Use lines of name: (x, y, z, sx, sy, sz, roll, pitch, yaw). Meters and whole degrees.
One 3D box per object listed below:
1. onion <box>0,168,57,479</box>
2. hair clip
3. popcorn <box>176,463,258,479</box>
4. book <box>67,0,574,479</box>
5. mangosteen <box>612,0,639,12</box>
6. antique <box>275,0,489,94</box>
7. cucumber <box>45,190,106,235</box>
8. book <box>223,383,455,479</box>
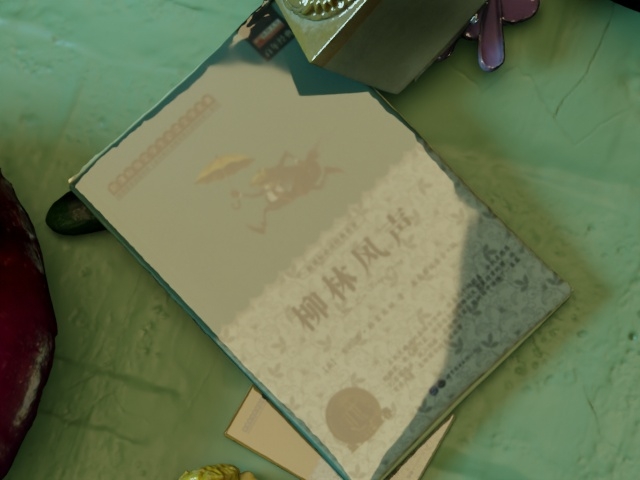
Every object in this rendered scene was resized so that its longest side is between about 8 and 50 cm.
onion: (-0.403, 0.051, 1.540, 0.398, 0.420, 0.398, 1, 71, -4)
hair clip: (0.158, -0.288, 1.751, 0.137, 0.090, 0.278, 11, 86, -7)
popcorn: (-0.099, 0.231, 1.663, 0.084, 0.084, 0.084, -1, 78, 3)
book: (0.000, 0.000, 1.683, 0.264, 0.031, 0.379, -44, 87, -8)
mangosteen: (0.305, -0.346, 1.651, 0.297, 0.297, 0.313, -39, 64, -5)
antique: (0.044, -0.237, 1.667, 0.152, 0.148, 0.147, -47, 51, 26)
cucumber: (-0.111, -0.055, 1.728, 0.284, 0.056, 0.056, -18, 77, 1)
book: (0.017, 0.163, 1.693, 0.172, 0.012, 0.118, 29, 80, 9)
